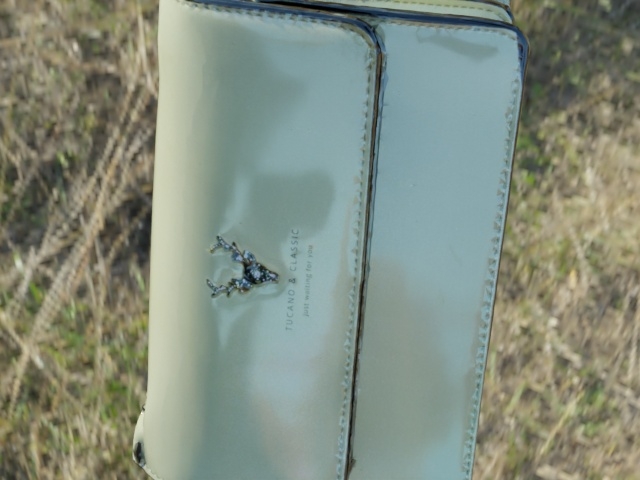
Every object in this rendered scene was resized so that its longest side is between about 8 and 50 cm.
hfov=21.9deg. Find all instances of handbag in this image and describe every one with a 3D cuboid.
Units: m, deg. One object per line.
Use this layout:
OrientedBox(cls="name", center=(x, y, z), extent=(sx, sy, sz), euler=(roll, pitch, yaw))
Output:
OrientedBox(cls="handbag", center=(0.000, 0.000, 1.118), extent=(0.237, 0.358, 0.160), euler=(5, 23, 1))
